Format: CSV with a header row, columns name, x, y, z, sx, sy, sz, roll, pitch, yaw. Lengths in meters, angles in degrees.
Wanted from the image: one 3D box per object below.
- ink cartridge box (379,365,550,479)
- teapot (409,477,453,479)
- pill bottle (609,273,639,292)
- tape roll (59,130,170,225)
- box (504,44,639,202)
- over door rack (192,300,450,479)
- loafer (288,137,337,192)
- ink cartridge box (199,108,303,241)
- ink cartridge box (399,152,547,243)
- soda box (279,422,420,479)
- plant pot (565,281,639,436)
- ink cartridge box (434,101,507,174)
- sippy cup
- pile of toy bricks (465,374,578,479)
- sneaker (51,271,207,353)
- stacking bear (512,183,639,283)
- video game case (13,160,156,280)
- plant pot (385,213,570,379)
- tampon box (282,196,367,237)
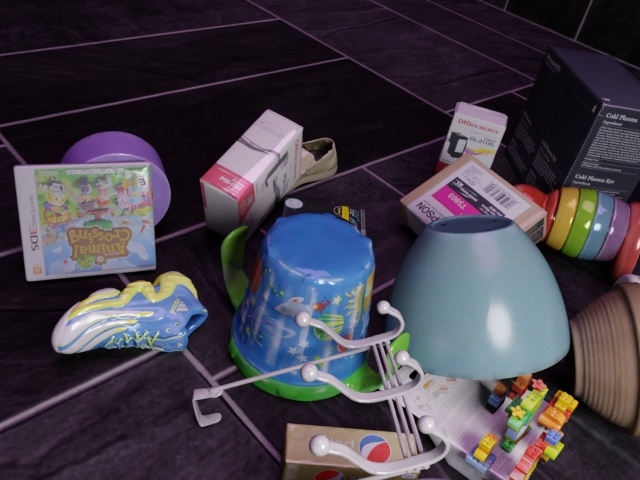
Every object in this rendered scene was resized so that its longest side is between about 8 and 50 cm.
name,x,y,z,sx,sy,sz,roll,pitch,yaw
ink cartridge box,0.225,0.260,0.939,0.224,0.056,0.181,30,41,30
teapot,0.100,0.378,0.650,0.256,0.187,0.253,25,67,-12
pill bottle,0.662,0.146,1.138,0.216,0.121,0.121,15,38,5
tape roll,-0.375,-0.097,1.112,0.188,0.189,0.080,-6,41,-22
box,0.629,-0.253,1.481,0.178,0.313,0.343,6,38,-8
over door rack,-0.034,0.205,0.730,0.324,0.108,0.239,-26,27,7
loafer,-0.068,-0.174,1.371,0.268,0.092,0.102,-24,50,-38
ink cartridge box,-0.128,-0.122,1.186,0.092,0.159,0.218,28,59,13
ink cartridge box,0.310,-0.048,1.256,0.193,0.088,0.235,-35,53,-11
soda box,0.038,0.297,0.829,0.181,0.058,0.061,8,38,-7
plant pot,0.451,0.185,0.965,0.109,0.237,0.237,-2,35,15
ink cartridge box,0.367,-0.234,1.497,0.127,0.175,0.072,18,38,8
sippy cup,-0.017,0.087,0.946,0.305,0.224,0.240,10,38,-4
pile of toy bricks,0.285,0.240,0.844,0.118,0.105,0.212,32,42,30
sneaker,-0.276,0.127,0.934,0.126,0.091,0.240,36,43,27
stacking bear,0.531,-0.041,1.323,0.288,0.164,0.175,16,37,12
video game case,-0.392,-0.034,1.031,0.212,0.194,0.023,-5,17,-21
plant pot,0.241,0.067,0.972,0.290,0.196,0.290,-6,14,1
tampon box,0.000,0.000,1.160,0.160,0.102,0.120,8,37,-4
